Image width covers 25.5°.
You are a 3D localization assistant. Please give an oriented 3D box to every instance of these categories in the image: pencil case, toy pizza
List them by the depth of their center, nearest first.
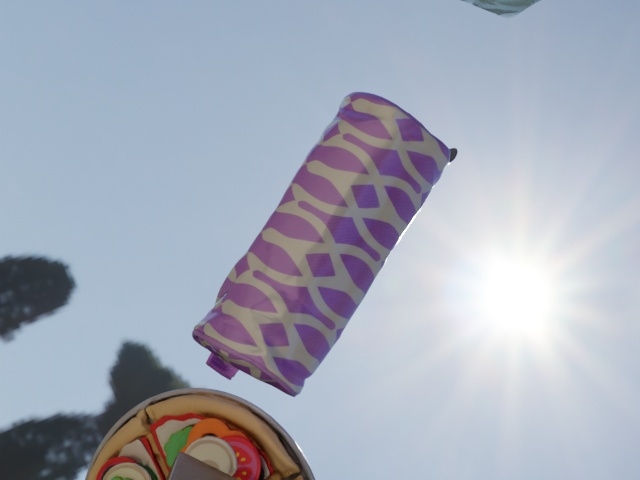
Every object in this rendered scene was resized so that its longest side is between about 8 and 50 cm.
[{"bbox_3d":[0.000,0.000,0.908,0.086,0.206,0.088,40,-14,-24],"label":"pencil case"},{"bbox_3d":[-0.092,0.207,1.021,0.201,0.201,0.032,61,19,14],"label":"toy pizza"}]

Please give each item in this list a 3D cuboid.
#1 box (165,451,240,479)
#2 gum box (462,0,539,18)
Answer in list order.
[{"bbox_3d":[-0.031,0.210,0.873,0.021,0.164,0.201,-61,-176,12],"label":"box"},{"bbox_3d":[0.038,-0.128,0.369,0.184,0.157,0.041,-23,-125,62],"label":"gum box"}]
